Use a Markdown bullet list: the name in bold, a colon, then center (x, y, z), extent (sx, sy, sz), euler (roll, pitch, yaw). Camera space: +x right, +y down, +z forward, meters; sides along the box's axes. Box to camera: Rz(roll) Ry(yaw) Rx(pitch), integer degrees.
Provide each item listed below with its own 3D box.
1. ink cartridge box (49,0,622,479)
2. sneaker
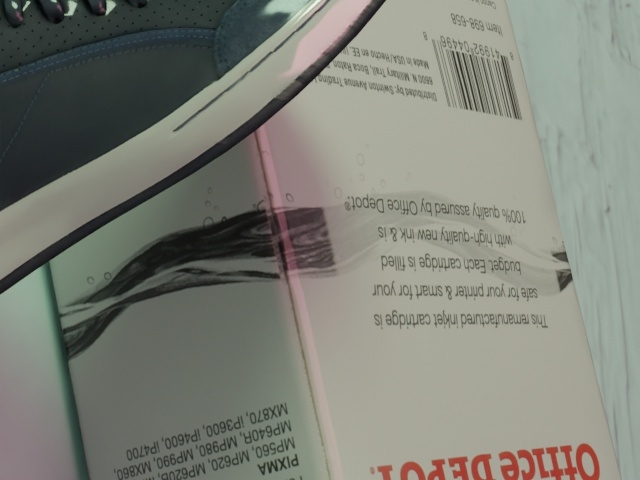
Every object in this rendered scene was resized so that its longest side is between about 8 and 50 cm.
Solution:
- **ink cartridge box**: center (0.000, 0.000, 0.729), extent (0.197, 0.114, 0.272), euler (3, 70, -53)
- **sneaker**: center (-0.100, -0.080, 0.573), extent (0.163, 0.226, 0.086), euler (58, -3, -10)
